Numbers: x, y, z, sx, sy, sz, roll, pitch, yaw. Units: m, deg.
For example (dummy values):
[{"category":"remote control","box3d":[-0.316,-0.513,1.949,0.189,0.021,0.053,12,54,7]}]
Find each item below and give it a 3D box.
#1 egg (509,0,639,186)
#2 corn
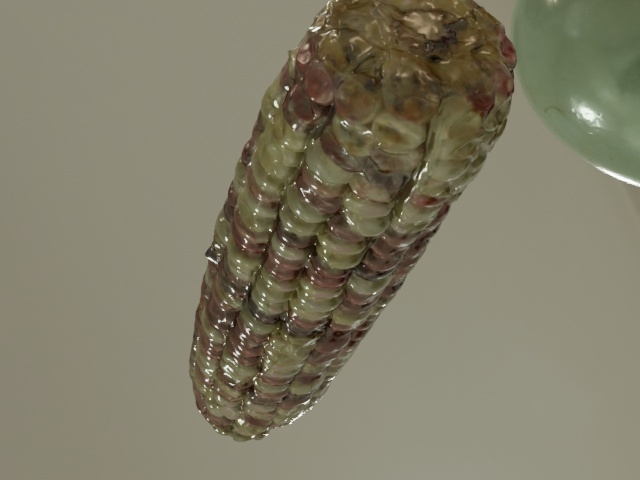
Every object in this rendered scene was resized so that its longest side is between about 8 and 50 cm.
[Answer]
[{"category":"egg","box3d":[0.189,-0.096,0.737,0.192,0.149,0.149,18,-135,19]},{"category":"corn","box3d":[0.000,0.000,0.530,0.079,0.237,0.079,9,-125,-12]}]
